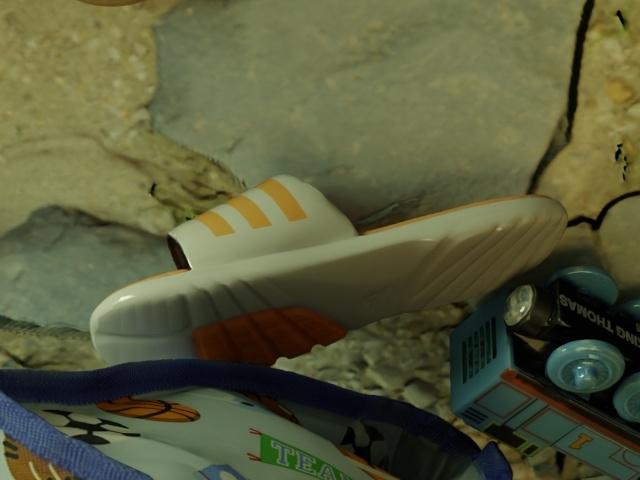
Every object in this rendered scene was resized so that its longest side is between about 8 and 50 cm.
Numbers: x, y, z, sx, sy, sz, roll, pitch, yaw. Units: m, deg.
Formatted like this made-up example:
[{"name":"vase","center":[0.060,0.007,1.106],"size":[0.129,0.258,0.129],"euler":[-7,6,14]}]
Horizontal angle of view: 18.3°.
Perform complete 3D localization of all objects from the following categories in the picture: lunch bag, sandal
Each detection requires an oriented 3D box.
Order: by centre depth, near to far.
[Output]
[{"name":"lunch bag","center":[-0.055,0.241,0.993],"size":[0.239,0.385,0.328],"euler":[31,100,19]},{"name":"sandal","center":[-0.001,0.006,1.059],"size":[0.265,0.076,0.102],"euler":[-14,150,-17]}]

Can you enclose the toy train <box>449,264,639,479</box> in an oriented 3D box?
[{"name":"toy train","center":[0.163,0.084,1.122],"size":[0.184,0.080,0.105],"euler":[28,132,-25]}]

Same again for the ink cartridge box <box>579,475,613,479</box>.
[{"name":"ink cartridge box","center":[0.241,0.197,1.233],"size":[0.179,0.045,0.145],"euler":[-12,129,11]}]

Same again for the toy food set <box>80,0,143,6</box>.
[{"name":"toy food set","center":[-0.104,-0.149,0.957],"size":[0.082,0.020,0.083],"euler":[-18,127,13]}]
